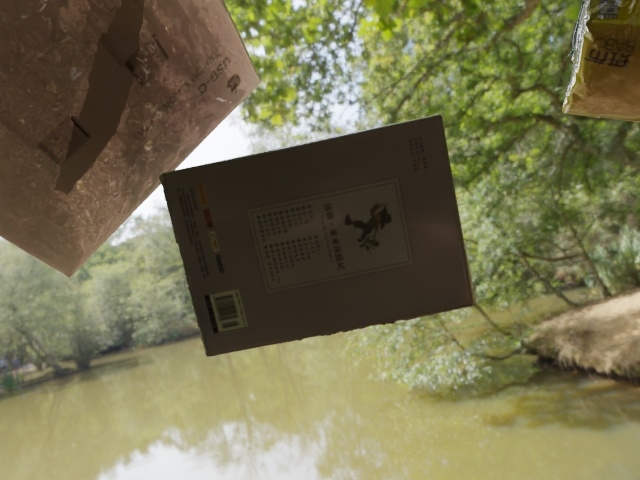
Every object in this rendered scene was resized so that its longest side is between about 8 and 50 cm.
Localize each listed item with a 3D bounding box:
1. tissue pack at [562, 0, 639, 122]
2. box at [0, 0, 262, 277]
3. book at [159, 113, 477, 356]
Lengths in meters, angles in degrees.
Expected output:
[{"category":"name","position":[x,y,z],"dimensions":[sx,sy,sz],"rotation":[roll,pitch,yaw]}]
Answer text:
[{"category":"tissue pack","position":[0.288,-0.147,0.474],"dimensions":[0.169,0.082,0.120],"rotation":[12,-21,17]},{"category":"box","position":[-0.168,-0.122,0.343],"dimensions":[0.203,0.106,0.252],"rotation":[-49,-25,-11]},{"category":"book","position":[0.000,0.000,0.383],"dimensions":[0.181,0.127,0.014],"rotation":[-12,12,4]}]
